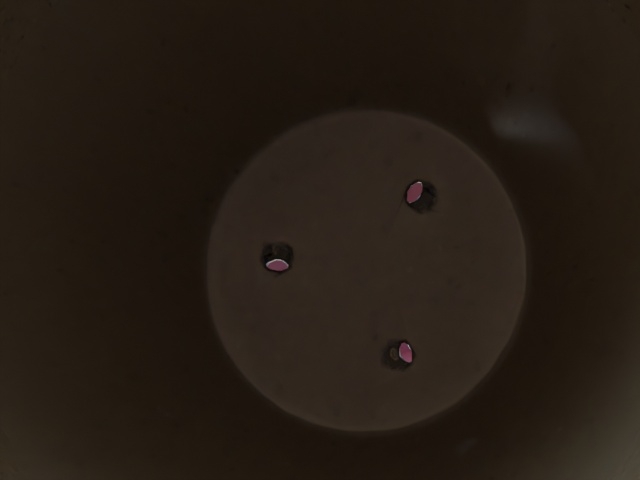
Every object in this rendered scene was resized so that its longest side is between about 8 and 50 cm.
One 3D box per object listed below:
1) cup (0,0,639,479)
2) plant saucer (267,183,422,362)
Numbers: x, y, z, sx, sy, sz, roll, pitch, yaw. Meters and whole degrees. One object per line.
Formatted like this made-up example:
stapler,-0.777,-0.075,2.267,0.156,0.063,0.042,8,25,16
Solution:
cup,0.000,0.000,0.476,0.331,0.237,0.331,-1,-97,11
plant saucer,0.018,-0.022,0.868,0.332,0.084,0.332,4,-107,-14
